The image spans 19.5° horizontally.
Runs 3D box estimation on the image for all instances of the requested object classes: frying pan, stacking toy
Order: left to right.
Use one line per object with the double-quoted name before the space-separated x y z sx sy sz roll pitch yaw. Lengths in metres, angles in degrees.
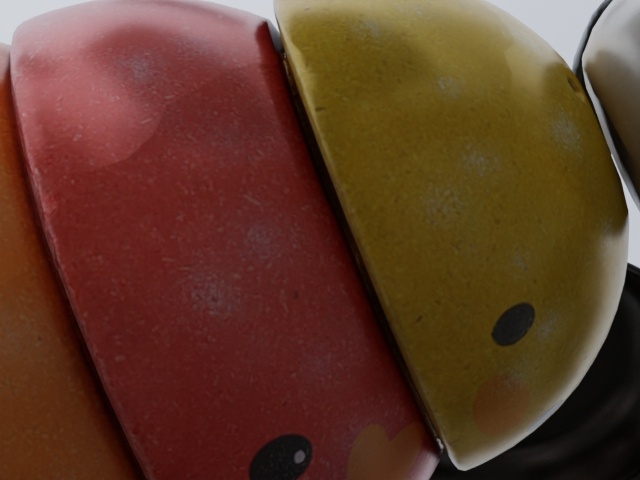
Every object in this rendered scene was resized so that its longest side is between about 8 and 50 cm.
"stacking toy" 0.000 0.000 0.760 0.480 0.350 0.350 -23 -44 6
"frying pan" 0.088 0.026 0.956 0.197 0.053 0.326 -15 -54 5
